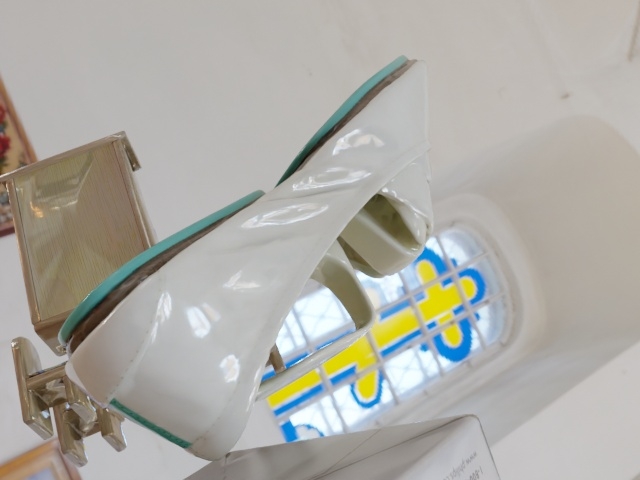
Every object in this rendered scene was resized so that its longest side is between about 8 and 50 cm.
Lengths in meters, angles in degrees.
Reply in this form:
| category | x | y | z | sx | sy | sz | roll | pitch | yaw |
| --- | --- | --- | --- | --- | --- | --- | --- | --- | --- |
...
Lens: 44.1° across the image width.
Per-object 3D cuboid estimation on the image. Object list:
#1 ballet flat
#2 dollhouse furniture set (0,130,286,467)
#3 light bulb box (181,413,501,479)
| category | x | y | z | sx | sy | sz | roll | pitch | yaw |
| --- | --- | --- | --- | --- | --- | --- | --- | --- | --- |
| ballet flat | 0.000 | 0.000 | 0.553 | 0.139 | 0.400 | 0.139 | 19 | -50 | 25 |
| dollhouse furniture set | -0.167 | 0.053 | 0.696 | 0.242 | 0.212 | 0.161 | 78 | -11 | -55 |
| light bulb box | -0.031 | 0.328 | 0.378 | 0.225 | 0.358 | 0.361 | -20 | -91 | 40 |
